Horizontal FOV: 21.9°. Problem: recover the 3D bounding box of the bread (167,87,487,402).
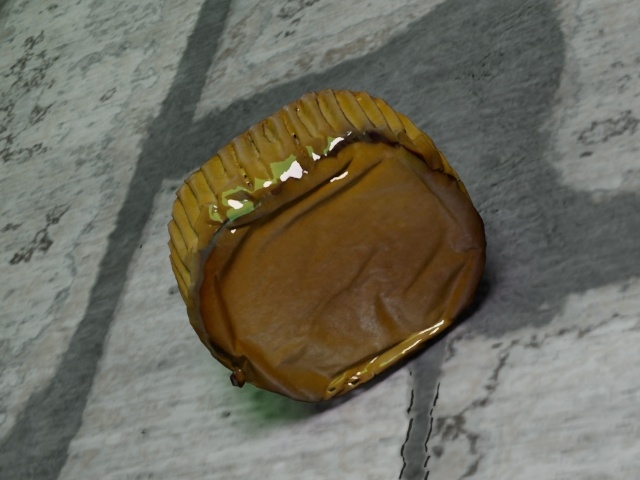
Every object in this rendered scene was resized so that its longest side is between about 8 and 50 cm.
[{"bbox_3d":[0.000,-0.001,1.071,0.199,0.199,0.104,-35,34,4],"label":"bread"}]
